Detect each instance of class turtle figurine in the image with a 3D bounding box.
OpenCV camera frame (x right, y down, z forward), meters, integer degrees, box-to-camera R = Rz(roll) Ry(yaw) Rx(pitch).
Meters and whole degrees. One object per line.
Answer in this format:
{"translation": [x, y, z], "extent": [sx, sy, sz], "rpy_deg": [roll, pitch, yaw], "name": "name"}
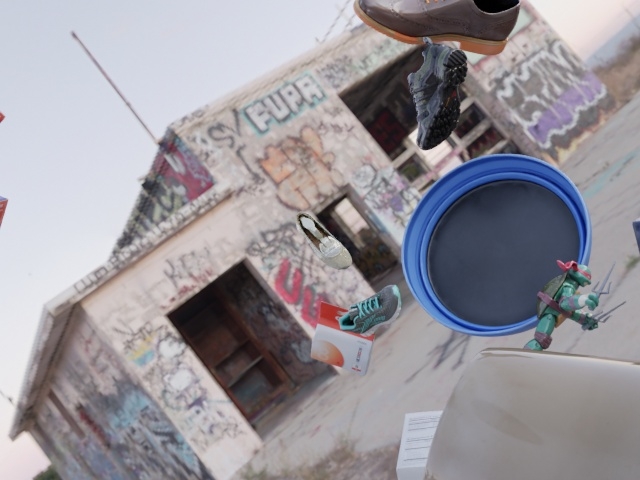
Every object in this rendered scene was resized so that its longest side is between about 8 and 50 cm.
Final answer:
{"translation": [0.432, 0.127, 1.257], "extent": [0.234, 0.118, 0.175], "rpy_deg": [-56, -35, 6], "name": "turtle figurine"}

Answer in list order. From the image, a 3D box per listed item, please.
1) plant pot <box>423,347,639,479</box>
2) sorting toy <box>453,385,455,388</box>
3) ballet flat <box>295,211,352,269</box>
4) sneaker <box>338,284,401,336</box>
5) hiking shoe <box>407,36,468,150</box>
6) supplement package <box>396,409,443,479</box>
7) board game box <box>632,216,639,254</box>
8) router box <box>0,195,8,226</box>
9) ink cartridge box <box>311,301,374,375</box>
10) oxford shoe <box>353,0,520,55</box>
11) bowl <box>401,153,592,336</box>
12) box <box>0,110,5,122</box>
{"translation": [0.267, 0.238, 0.703], "extent": [0.323, 0.280, 0.323], "rpy_deg": [-35, -45, -46], "name": "plant pot"}
{"translation": [0.437, 0.470, 1.861], "extent": [0.038, 0.193, 0.208], "rpy_deg": [-36, 4, -14], "name": "sorting toy"}
{"translation": [0.000, 0.000, 1.534], "extent": [0.057, 0.168, 0.052], "rpy_deg": [-43, -27, -9], "name": "ballet flat"}
{"translation": [0.093, 0.140, 1.387], "extent": [0.076, 0.065, 0.166], "rpy_deg": [5, -37, -30], "name": "sneaker"}
{"translation": [0.230, -0.300, 1.479], "extent": [0.086, 0.114, 0.227], "rpy_deg": [-13, -50, -33], "name": "hiking shoe"}
{"translation": [0.285, 0.511, 1.551], "extent": [0.197, 0.199, 0.263], "rpy_deg": [-9, 9, 12], "name": "supplement package"}
{"translation": [0.541, 0.026, 1.087], "extent": [0.042, 0.165, 0.243], "rpy_deg": [-13, 4, 38], "name": "board game box"}
{"translation": [-0.826, 0.001, 1.412], "extent": [0.082, 0.335, 0.301], "rpy_deg": [-73, 5, -78], "name": "router box"}
{"translation": [0.055, 0.236, 1.702], "extent": [0.179, 0.145, 0.045], "rpy_deg": [94, -162, -46], "name": "ink cartridge box"}
{"translation": [0.251, -0.502, 1.535], "extent": [0.363, 0.130, 0.133], "rpy_deg": [3, -37, -15], "name": "oxford shoe"}
{"translation": [0.360, 0.012, 1.477], "extent": [0.391, 0.391, 0.077], "rpy_deg": [-40, -36, 11], "name": "bowl"}
{"translation": [-0.685, -0.157, 1.140], "extent": [0.300, 0.154, 0.142], "rpy_deg": [-54, -18, -13], "name": "box"}
